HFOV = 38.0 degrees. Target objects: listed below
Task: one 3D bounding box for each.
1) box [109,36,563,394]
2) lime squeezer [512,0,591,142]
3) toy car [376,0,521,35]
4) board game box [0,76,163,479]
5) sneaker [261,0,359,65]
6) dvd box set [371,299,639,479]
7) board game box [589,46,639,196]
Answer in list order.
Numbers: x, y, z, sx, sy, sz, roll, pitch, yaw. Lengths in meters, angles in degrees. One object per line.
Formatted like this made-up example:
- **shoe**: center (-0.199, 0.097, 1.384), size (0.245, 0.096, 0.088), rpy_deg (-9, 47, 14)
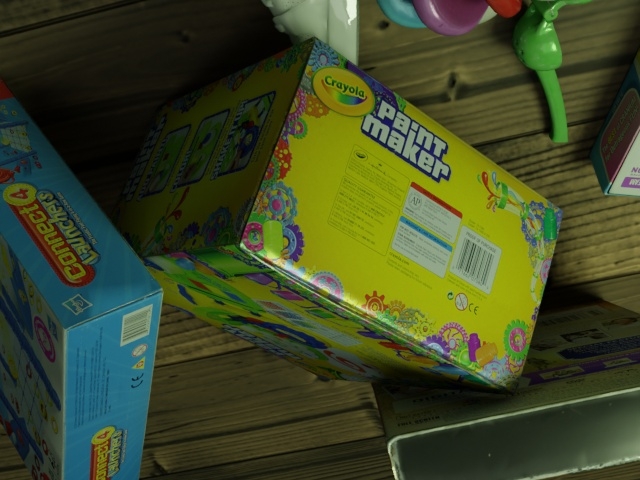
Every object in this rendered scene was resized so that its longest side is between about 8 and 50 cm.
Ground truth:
- **box**: center (0.000, 0.000, 0.826), size (0.290, 0.177, 0.279), rpy_deg (30, 159, -30)
- **lime squeezer**: center (0.233, -0.201, 0.805), size (0.109, 0.059, 0.310), rpy_deg (8, 134, -11)
- **toy car**: center (0.113, -0.218, 0.702), size (0.182, 0.136, 0.159), rpy_deg (-8, 143, 42)
- **board game box**: center (-0.271, 0.059, 0.869), size (0.086, 0.302, 0.308), rpy_deg (-22, 145, -33)
- **sneaker**: center (-0.055, -0.233, 0.728), size (0.169, 0.108, 0.293), rpy_deg (-5, 126, 4)
- **dvd box set**: center (0.204, 0.140, 0.928), size (0.307, 0.420, 0.062), rpy_deg (-11, 93, 0)
- **board game box**: center (0.418, -0.166, 0.846), size (0.242, 0.064, 0.317), rpy_deg (5, 135, -9)
